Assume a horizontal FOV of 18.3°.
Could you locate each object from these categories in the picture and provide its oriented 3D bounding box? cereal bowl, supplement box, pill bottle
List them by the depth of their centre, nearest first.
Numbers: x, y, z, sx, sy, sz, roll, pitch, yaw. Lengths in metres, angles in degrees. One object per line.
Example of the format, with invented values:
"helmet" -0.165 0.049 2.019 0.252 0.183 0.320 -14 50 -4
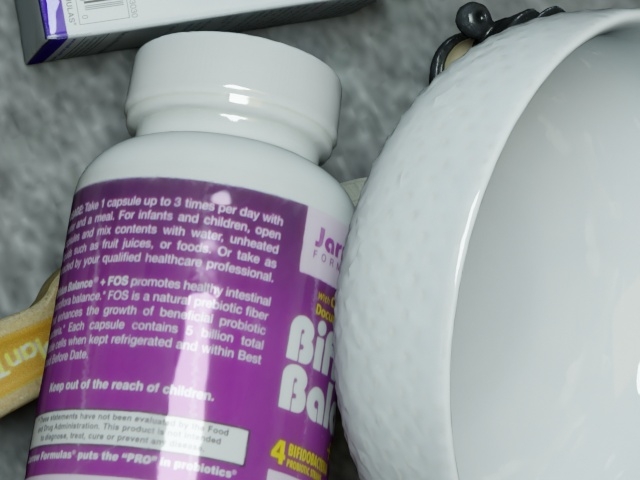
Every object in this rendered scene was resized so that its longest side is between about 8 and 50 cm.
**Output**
"cereal bowl" 0.121 0.037 1.114 0.339 0.141 0.339 -11 105 -46
"pill bottle" -0.067 0.043 1.121 0.169 0.169 0.301 12 73 -16
"supplement box" -0.075 -0.182 1.203 0.220 0.114 0.111 -10 90 -16

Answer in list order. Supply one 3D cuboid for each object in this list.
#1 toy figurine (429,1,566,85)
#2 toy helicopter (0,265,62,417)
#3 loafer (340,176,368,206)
"toy figurine" 0.167 -0.183 1.266 0.210 0.148 0.213 -10 89 -23
"toy helicopter" -0.233 0.115 1.139 0.355 0.140 0.235 -25 89 -29
"loafer" 0.000 0.000 1.262 0.125 0.039 0.045 -28 63 -19
